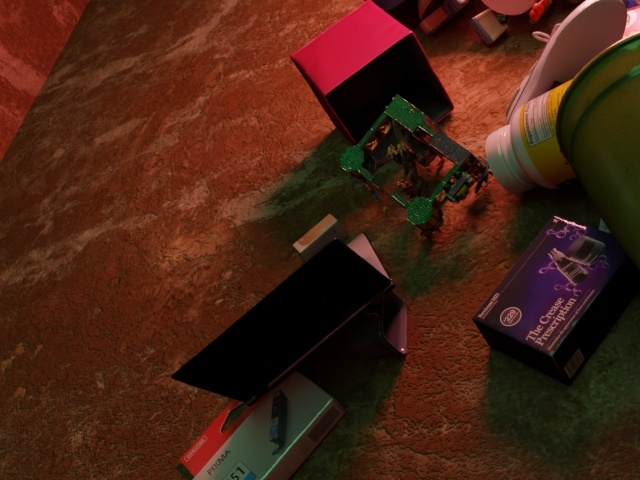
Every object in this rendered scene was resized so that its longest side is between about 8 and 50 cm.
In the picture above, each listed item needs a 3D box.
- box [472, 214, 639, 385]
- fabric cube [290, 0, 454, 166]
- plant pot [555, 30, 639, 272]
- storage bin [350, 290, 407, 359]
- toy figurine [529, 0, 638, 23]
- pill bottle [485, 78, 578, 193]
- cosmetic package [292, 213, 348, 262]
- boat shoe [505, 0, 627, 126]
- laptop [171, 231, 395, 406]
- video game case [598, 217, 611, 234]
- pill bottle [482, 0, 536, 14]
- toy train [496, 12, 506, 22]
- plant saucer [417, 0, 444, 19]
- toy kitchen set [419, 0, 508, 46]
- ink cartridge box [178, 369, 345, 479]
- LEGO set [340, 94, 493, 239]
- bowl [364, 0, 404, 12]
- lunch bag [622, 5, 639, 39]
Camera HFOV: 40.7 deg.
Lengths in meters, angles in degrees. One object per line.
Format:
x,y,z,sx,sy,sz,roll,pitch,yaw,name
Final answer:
0.429,0.100,1.541,0.261,0.103,0.184,-49,38,-14,box
0.123,-0.384,2.112,0.254,0.259,0.258,-37,37,1,fabric cube
0.595,-0.096,1.372,0.367,0.366,0.352,-20,45,20,plant pot
0.109,0.169,1.719,0.091,0.098,0.135,-26,40,29,storage bin
0.627,-0.529,1.989,0.191,0.217,0.362,-48,-5,8,toy figurine
0.498,-0.213,1.687,0.334,0.188,0.187,-25,37,42,pill bottle
0.000,0.000,1.981,0.115,0.060,0.041,-40,39,-5,cosmetic package
0.504,-0.374,1.830,0.156,0.136,0.367,-94,24,-52,boat shoe
-0.078,0.113,1.689,0.382,0.236,0.408,-40,24,8,laptop
0.621,-0.053,1.607,0.191,0.022,0.173,-3,50,34,video game case
0.536,-0.731,2.150,0.204,0.204,0.361,8,48,41,pill bottle
0.473,-0.595,2.247,0.024,0.017,0.083,-5,48,19,toy train
0.356,-0.696,2.276,0.278,0.041,0.278,-41,-4,-3,plant saucer
0.371,-0.558,2.252,0.122,0.166,0.207,-38,3,-2,toy kitchen set
-0.135,0.378,1.709,0.296,0.066,0.261,-48,42,-13,ink cartridge box
0.228,-0.152,1.907,0.331,0.192,0.254,33,93,35,LEGO set
0.292,-0.770,2.389,0.391,0.077,0.391,-38,13,11,bowl
0.675,-0.369,1.798,0.258,0.120,0.293,-17,44,23,lunch bag
